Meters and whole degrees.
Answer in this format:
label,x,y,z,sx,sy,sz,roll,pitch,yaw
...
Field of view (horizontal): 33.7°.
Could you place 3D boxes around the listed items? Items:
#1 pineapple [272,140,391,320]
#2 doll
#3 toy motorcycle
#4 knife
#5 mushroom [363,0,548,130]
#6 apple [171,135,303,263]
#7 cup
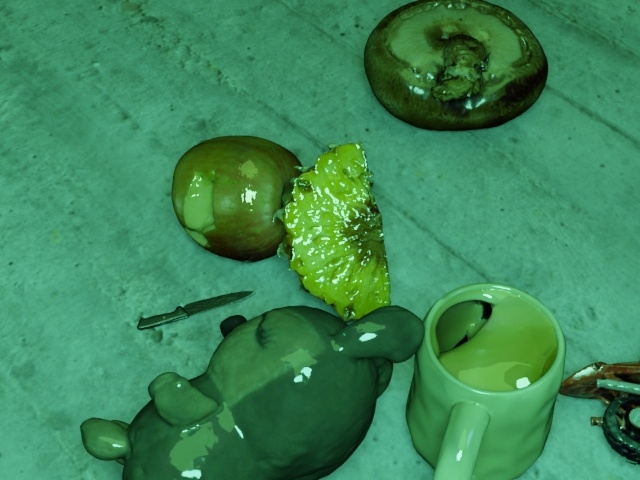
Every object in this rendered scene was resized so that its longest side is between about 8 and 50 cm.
label,x,y,z,sx,sy,sz,roll,pitch,yaw
pineapple,-0.001,-0.006,1.437,0.140,0.250,0.164,-13,14,-16
doll,-0.029,0.254,1.176,0.382,0.252,0.378,-27,82,-9
toy motorcycle,0.459,0.176,1.318,0.298,0.089,0.171,-19,48,-18
knife,-0.168,0.093,1.440,0.170,0.010,0.023,-15,54,-17
mushroom,0.217,-0.279,1.704,0.297,0.163,0.278,3,38,2
apple,-0.118,-0.065,1.485,0.199,0.199,0.199,1,46,-1
cup,0.193,0.204,1.207,0.173,0.202,0.255,-3,46,-3
